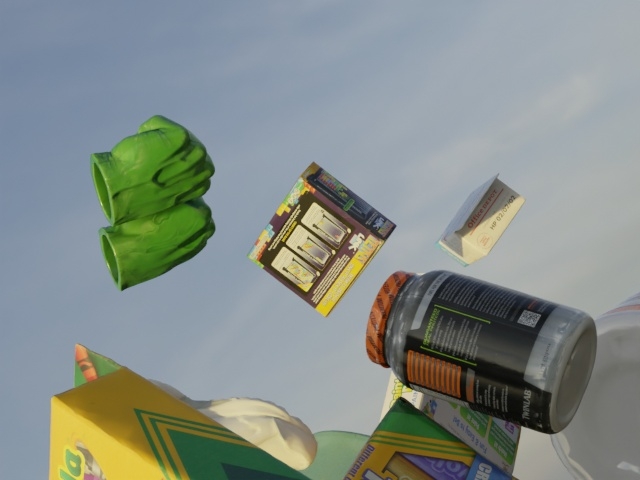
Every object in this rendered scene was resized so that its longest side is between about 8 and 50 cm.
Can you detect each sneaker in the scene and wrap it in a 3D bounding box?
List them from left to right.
[{"bbox_3d":[-0.114,0.208,1.612,0.232,0.115,0.090,11,-30,-18],"label":"sneaker"}]

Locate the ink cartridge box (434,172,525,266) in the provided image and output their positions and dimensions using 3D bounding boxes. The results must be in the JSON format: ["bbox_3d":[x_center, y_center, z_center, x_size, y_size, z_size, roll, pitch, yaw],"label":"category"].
[{"bbox_3d":[0.234,-0.028,2.442,0.104,0.061,0.181,-55,1,-10],"label":"ink cartridge box"}]

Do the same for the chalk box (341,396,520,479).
[{"bbox_3d":[0.131,0.315,1.582,0.179,0.289,0.180,-52,-8,-18],"label":"chalk box"}]

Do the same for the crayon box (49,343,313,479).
[{"bbox_3d":[-0.111,0.234,1.281,0.081,0.318,0.202,-22,-54,-43],"label":"crayon box"}]

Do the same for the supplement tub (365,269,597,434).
[{"bbox_3d":[0.145,0.095,1.530,0.117,0.190,0.117,-43,-37,-46],"label":"supplement tub"}]

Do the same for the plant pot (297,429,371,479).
[{"bbox_3d":[0.035,0.402,2.253,0.272,0.271,0.255,111,175,-67],"label":"plant pot"}]

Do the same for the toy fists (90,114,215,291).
[{"bbox_3d":[-0.206,-0.050,2.098,0.142,0.096,0.279,-20,-32,-16],"label":"toy fists"}]

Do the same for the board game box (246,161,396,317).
[{"bbox_3d":[0.000,0.000,2.240,0.170,0.141,0.048,-54,-2,40],"label":"board game box"}]

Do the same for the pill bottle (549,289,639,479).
[{"bbox_3d":[0.428,0.143,1.888,0.224,0.224,0.392,-47,-14,32],"label":"pill bottle"}]

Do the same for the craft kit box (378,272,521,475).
[{"bbox_3d":[0.160,0.202,1.973,0.061,0.247,0.250,-6,-34,31],"label":"craft kit box"}]
